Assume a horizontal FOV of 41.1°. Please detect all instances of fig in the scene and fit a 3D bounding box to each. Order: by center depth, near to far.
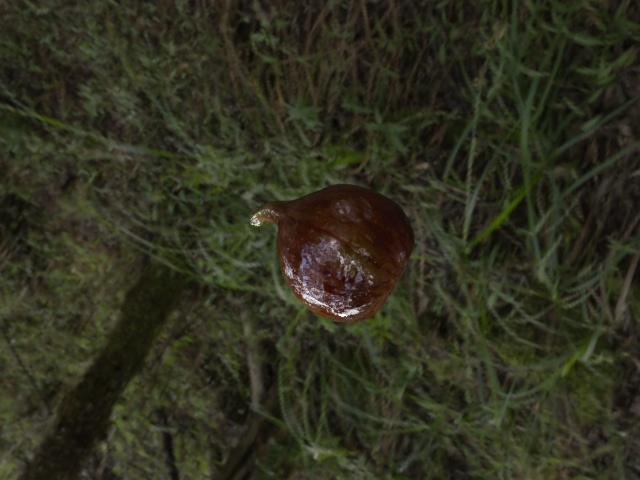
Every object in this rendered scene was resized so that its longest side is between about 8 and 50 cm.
[{"bbox_3d":[0.004,-0.001,1.029,0.207,0.175,0.175,35,160,6],"label":"fig"}]
